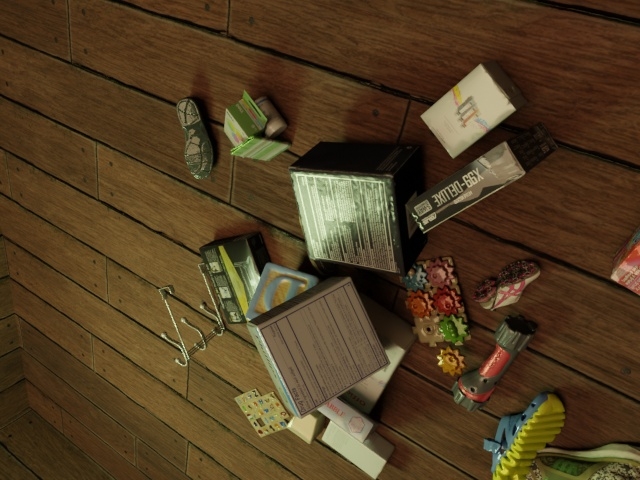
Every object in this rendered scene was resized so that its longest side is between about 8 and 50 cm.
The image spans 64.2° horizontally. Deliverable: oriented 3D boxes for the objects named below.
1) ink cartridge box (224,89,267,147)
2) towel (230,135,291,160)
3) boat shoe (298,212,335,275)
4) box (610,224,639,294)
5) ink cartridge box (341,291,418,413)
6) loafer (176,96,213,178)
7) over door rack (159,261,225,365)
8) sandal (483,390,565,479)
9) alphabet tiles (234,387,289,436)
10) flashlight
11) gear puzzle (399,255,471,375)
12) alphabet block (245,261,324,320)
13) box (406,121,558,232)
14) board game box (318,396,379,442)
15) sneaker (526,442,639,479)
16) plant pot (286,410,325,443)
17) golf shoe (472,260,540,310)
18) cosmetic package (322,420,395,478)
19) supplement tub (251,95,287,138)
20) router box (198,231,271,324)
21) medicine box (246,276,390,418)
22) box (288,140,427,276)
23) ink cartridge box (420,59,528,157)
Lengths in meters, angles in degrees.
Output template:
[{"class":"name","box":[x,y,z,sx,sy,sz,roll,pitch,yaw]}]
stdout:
[{"class":"ink cartridge box","box":[-0.224,-0.335,1.490,0.109,0.062,0.209,54,161,2]},{"class":"towel","box":[-0.174,-0.274,1.497,0.113,0.152,0.023,-25,73,37]},{"class":"boat shoe","box":[0.000,-0.001,1.546,0.073,0.080,0.224,-12,99,42]},{"class":"box","box":[0.724,-0.008,1.032,0.122,0.128,0.257,34,125,17]},{"class":"ink cartridge box","box":[0.135,0.348,1.582,0.226,0.131,0.306,33,126,17]},{"class":"loafer","box":[-0.401,-0.339,1.675,0.096,0.084,0.268,-5,115,2]},{"class":"over door rack","box":[-0.480,0.260,1.884,0.108,0.239,0.324,4,114,26]},{"class":"sandal","box":[0.544,0.531,1.406,0.126,0.138,0.317,17,112,-23]},{"class":"alphabet tiles","box":[-0.228,0.686,2.054,0.237,0.009,0.198,-34,90,38]},{"class":"flashlight","box":[0.460,0.332,1.379,0.103,0.103,0.304,32,126,21]},{"class":"gear puzzle","box":[0.321,0.220,1.422,0.175,0.044,0.339,-12,94,37]},{"class":"alphabet block","box":[-0.078,0.197,1.568,0.193,0.197,0.192,17,79,28]},{"class":"box","box":[0.355,-0.142,1.102,0.242,0.307,0.076,-34,86,38]},{"class":"board game box","box":[0.034,0.522,1.644,0.318,0.066,0.319,32,169,17]},{"class":"sneaker","box":[0.664,0.651,1.334,0.410,0.182,0.158,-34,90,40]},{"class":"plant pot","box":[-0.041,0.649,1.856,0.109,0.109,0.096,29,112,20]},{"class":"golf shoe","box":[0.484,0.117,1.297,0.086,0.067,0.186,35,131,-18]},{"class":"cosmetic package","box":[0.130,0.704,1.778,0.231,0.085,0.117,31,125,16]},{"class":"supplement tub","box":[-0.155,-0.360,1.492,0.071,0.071,0.107,-36,89,39]},{"class":"router box","box":[-0.269,0.139,1.786,0.243,0.081,0.309,-9,106,36]},{"class":"medicine box","box":[-0.007,0.274,1.366,0.263,0.289,0.149,65,163,-5]},{"class":"box","box":[0.106,-0.092,1.343,0.294,0.183,0.296,9,127,30]},{"class":"ink cartridge box","box":[0.347,-0.297,1.150,0.176,0.128,0.127,-38,88,38]}]
